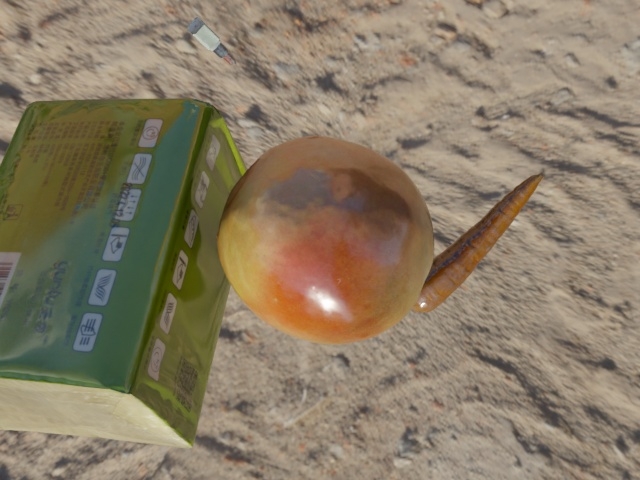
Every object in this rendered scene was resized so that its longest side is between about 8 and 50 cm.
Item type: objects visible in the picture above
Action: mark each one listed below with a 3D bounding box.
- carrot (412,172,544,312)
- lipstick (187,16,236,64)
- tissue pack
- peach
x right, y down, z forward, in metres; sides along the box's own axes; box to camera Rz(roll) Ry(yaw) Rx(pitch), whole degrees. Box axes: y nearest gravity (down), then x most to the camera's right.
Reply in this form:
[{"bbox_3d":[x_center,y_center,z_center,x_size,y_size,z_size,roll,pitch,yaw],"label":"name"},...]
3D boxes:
[{"bbox_3d":[0.174,0.003,0.917,0.048,0.048,0.216,44,102,0],"label":"carrot"},{"bbox_3d":[-0.160,-0.298,1.236,0.025,0.107,0.025,-47,55,4],"label":"lipstick"},{"bbox_3d":[-0.194,0.026,0.731,0.200,0.167,0.274,2,59,14],"label":"tissue pack"},{"bbox_3d":[0.000,0.000,0.681,0.184,0.184,0.184,0,93,3],"label":"peach"}]
